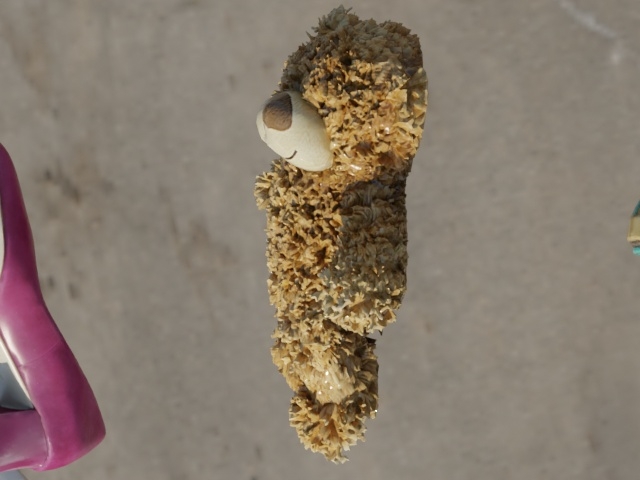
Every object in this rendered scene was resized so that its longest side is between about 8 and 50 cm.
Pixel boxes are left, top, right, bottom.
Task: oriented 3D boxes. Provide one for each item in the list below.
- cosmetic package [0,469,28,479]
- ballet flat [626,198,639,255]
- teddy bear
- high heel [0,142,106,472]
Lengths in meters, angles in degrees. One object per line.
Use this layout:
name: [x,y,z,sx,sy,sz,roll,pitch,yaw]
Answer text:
cosmetic package: [-0.269,0.308,1.667,0.217,0.156,0.385,49,167,1]
ballet flat: [0.340,0.006,1.452,0.080,0.232,0.073,-7,66,67]
teddy bear: [0.000,0.000,1.419,0.338,0.113,0.245,101,170,-48]
high heel: [-0.201,0.045,1.353,0.082,0.117,0.244,3,100,44]
